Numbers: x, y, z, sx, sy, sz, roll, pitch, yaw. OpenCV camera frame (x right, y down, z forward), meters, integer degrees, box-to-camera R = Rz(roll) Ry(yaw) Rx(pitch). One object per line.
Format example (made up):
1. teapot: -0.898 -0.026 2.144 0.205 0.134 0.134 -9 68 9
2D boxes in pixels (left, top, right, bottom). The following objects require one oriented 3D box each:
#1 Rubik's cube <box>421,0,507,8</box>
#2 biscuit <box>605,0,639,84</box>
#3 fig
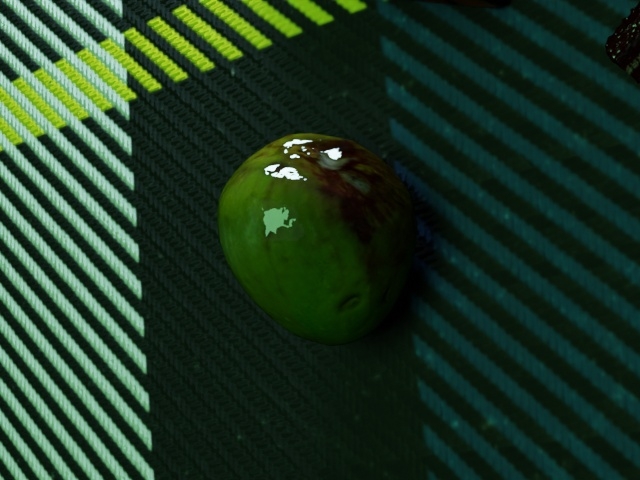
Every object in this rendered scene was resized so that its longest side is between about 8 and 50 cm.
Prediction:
1. Rubik's cube: 0.077 -0.305 1.137 0.163 0.160 0.162 17 96 40
2. biscuit: 0.326 -0.129 0.973 0.235 0.063 0.151 53 128 26
3. fig: 0.000 0.000 1.164 0.181 0.181 0.191 -2 105 40
